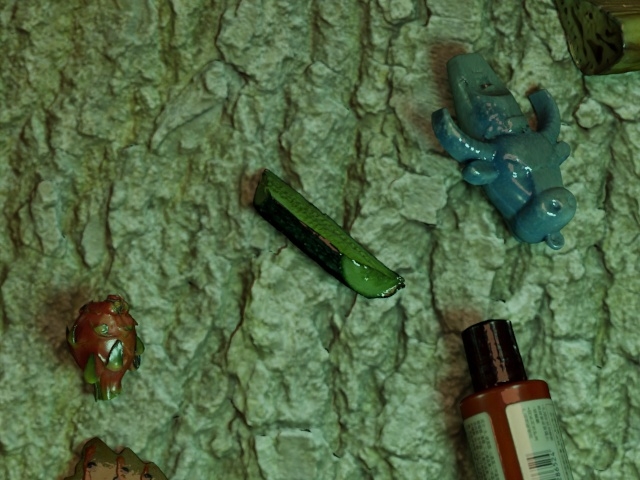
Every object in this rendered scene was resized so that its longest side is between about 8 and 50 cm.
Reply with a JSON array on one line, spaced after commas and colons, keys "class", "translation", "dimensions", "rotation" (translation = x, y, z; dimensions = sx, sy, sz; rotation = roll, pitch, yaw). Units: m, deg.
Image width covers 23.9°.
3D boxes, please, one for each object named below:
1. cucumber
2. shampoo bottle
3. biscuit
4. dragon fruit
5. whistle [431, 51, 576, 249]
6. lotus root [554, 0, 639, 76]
[{"class": "cucumber", "translation": [0.000, 0.000, 1.761], "dimensions": [0.220, 0.070, 0.046], "rotation": [38, 103, 8]}, {"class": "shampoo bottle", "translation": [0.218, 0.224, 1.691], "dimensions": [0.104, 0.104, 0.278], "rotation": [-11, 75, -9]}, {"class": "biscuit", "translation": [-0.221, 0.277, 1.678], "dimensions": [0.130, 0.019, 0.119], "rotation": [2, 73, -5]}, {"class": "dragon fruit", "translation": [-0.240, 0.122, 1.694], "dimensions": [0.081, 0.086, 0.116], "rotation": [2, 110, 30]}, {"class": "whistle", "translation": [0.224, -0.108, 1.798], "dimensions": [0.180, 0.093, 0.269], "rotation": [-15, 74, -35]}, {"class": "lotus root", "translation": [0.371, -0.255, 1.863], "dimensions": [0.135, 0.095, 0.159], "rotation": [-4, 34, -12]}]
